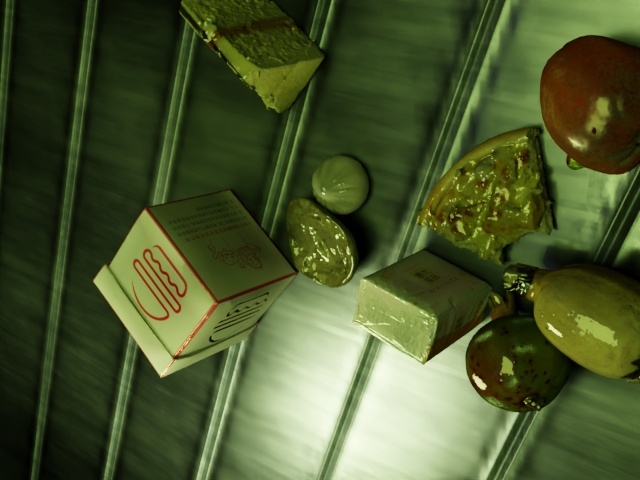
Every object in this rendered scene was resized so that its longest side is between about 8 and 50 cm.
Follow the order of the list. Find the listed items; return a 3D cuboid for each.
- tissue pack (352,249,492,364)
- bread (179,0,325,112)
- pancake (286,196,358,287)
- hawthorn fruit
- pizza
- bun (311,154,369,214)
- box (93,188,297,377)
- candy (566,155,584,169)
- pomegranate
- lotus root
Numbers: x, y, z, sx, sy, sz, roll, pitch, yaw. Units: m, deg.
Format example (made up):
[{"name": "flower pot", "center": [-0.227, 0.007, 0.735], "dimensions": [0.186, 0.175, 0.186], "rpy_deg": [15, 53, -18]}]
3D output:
[{"name": "tissue pack", "center": [0.208, 0.127, 1.629], "dimensions": [0.185, 0.225, 0.124], "rpy_deg": [27, 120, 31]}, {"name": "bread", "center": [-0.181, -0.408, 1.771], "dimensions": [0.263, 0.236, 0.198], "rpy_deg": [48, 128, 18]}, {"name": "pancake", "center": [0.000, 0.000, 1.855], "dimensions": [0.242, 0.050, 0.241], "rpy_deg": [30, 136, 34]}, {"name": "hawthorn fruit", "center": [0.459, -0.240, 1.342], "dimensions": [0.262, 0.211, 0.210], "rpy_deg": [58, 135, 42]}, {"name": "pizza", "center": [0.327, -0.067, 1.567], "dimensions": [0.323, 0.089, 0.223], "rpy_deg": [-42, 73, 40]}, {"name": "bun", "center": [0.033, -0.119, 1.784], "dimensions": [0.138, 0.094, 0.138], "rpy_deg": [10, 109, 33]}, {"name": "box", "center": [-0.304, 0.093, 1.981], "dimensions": [0.312, 0.314, 0.300], "rpy_deg": [50, 126, 16]}, {"name": "candy", "center": [0.502, -0.138, 1.441], "dimensions": [0.123, 0.035, 0.035], "rpy_deg": [10, 98, 26]}, {"name": "pomegranate", "center": [0.376, 0.206, 1.548], "dimensions": [0.198, 0.198, 0.245], "rpy_deg": [-10, 78, 41]}, {"name": "lotus root", "center": [0.472, 0.124, 1.441], "dimensions": [0.310, 0.183, 0.182], "rpy_deg": [32, 121, 29]}]
